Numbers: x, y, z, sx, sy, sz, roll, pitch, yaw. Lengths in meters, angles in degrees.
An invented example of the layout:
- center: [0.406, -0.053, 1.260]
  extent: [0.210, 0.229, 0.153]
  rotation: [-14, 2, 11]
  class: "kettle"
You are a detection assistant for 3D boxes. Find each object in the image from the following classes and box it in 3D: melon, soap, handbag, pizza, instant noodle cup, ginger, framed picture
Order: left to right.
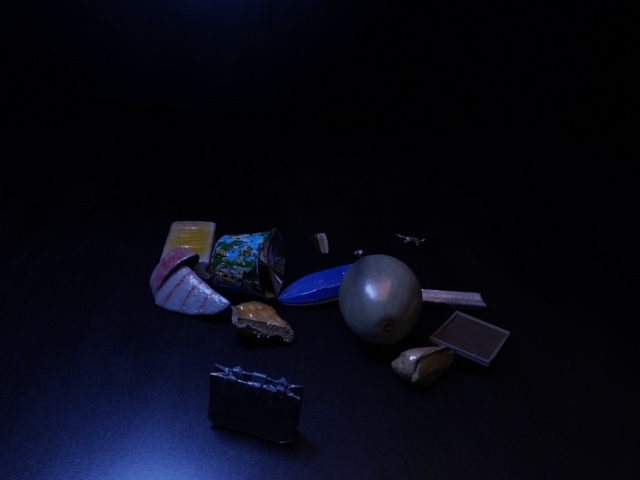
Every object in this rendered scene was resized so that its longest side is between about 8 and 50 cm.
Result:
- center: [-0.462, 0.032, 2.045]
  extent: [0.174, 0.089, 0.274]
  rotation: [0, 30, -6]
  class: "soap"
- center: [-0.235, 0.076, 1.873]
  extent: [0.178, 0.240, 0.240]
  rotation: [3, 29, 19]
  class: "instant noodle cup"
- center: [-0.159, 0.392, 1.397]
  extent: [0.229, 0.179, 0.062]
  rotation: [13, 31, 8]
  class: "handbag"
- center: [-0.198, 0.245, 1.751]
  extent: [0.188, 0.080, 0.204]
  rotation: [17, 13, -28]
  class: "pizza"
- center: [0.179, 0.178, 1.745]
  extent: [0.272, 0.271, 0.308]
  rotation: [16, 35, 17]
  class: "melon"
- center: [0.295, 0.342, 1.639]
  extent: [0.193, 0.115, 0.123]
  rotation: [-4, 11, -40]
  class: "ginger"
- center: [0.465, 0.293, 1.773]
  extent: [0.189, 0.023, 0.260]
  rotation: [21, 23, 25]
  class: "framed picture"

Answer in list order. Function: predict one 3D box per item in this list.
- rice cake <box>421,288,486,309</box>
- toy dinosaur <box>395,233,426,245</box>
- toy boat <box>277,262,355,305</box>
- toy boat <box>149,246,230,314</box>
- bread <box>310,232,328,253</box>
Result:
- center: [0.427, 0.200, 1.940]
  extent: [0.256, 0.052, 0.057]
  rotation: [4, 34, -2]
  class: "rice cake"
- center: [0.361, -0.006, 2.314]
  extent: [0.120, 0.029, 0.060]
  rotation: [12, 15, 21]
  class: "toy dinosaur"
- center: [-0.001, 0.161, 1.916]
  extent: [0.296, 0.088, 0.129]
  rotation: [-14, 35, -11]
  class: "toy boat"
- center: [-0.407, 0.158, 1.809]
  extent: [0.282, 0.096, 0.206]
  rotation: [35, 80, 23]
  class: "toy boat"
- center: [0.000, 0.000, 2.202]
  extent: [0.043, 0.062, 0.109]
  rotation: [-8, 36, -23]
  class: "bread"
